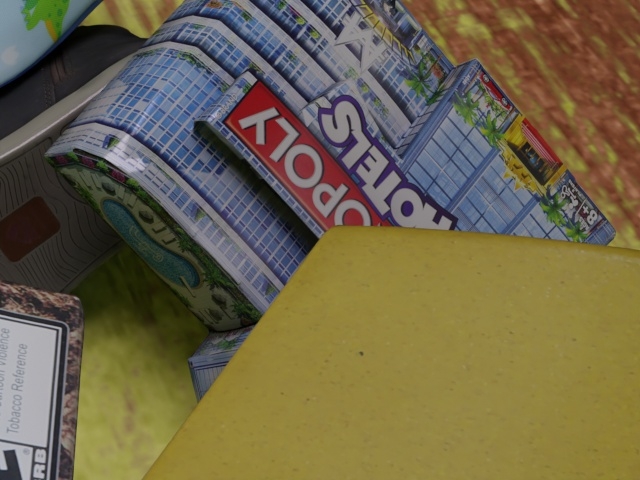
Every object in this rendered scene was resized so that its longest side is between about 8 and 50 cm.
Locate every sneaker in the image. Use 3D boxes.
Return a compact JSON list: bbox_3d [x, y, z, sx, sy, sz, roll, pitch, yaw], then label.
[{"bbox_3d":[-0.146,-0.015,0.664,0.222,0.083,0.118,-30,25,-14],"label":"sneaker"}]

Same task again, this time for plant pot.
[{"bbox_3d":[0.044,0.120,0.437,0.187,0.212,0.212,24,48,13],"label":"plant pot"}]

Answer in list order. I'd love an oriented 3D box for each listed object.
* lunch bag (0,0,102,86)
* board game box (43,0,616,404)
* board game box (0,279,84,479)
[{"bbox_3d":[-0.196,-0.132,0.706,0.219,0.090,0.176,6,40,31],"label":"lunch bag"},{"bbox_3d":[0.000,0.000,0.609,0.194,0.060,0.194,48,57,-19],"label":"board game box"},{"bbox_3d":[-0.225,0.111,0.417,0.291,0.141,0.232,14,43,-17],"label":"board game box"}]
